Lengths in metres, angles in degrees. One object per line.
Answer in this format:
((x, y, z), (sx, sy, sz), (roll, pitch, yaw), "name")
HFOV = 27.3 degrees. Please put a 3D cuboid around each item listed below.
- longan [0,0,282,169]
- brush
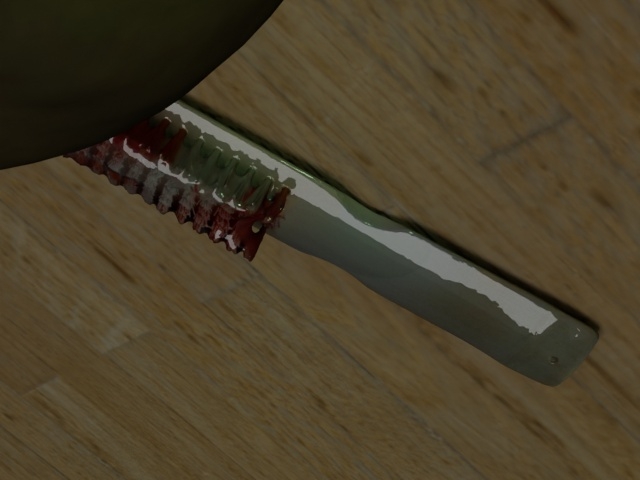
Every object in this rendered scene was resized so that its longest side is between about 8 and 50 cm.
((-0.141, -0.171, 0.423), (0.319, 0.319, 0.319), (16, 140, 14), "longan")
((0.000, 0.000, 0.729), (0.321, 0.050, 0.060), (28, 137, -2), "brush")
